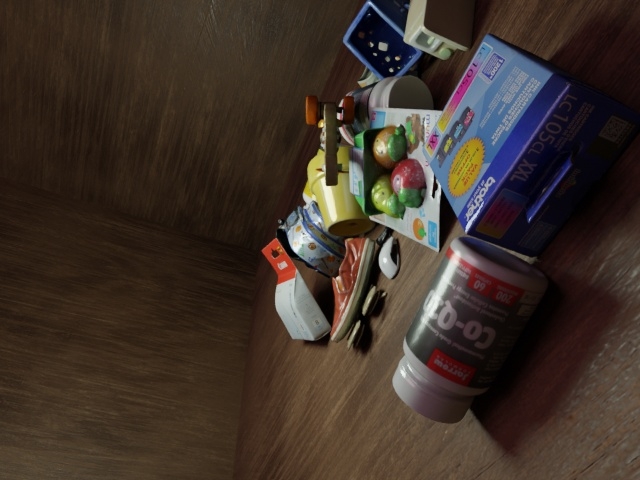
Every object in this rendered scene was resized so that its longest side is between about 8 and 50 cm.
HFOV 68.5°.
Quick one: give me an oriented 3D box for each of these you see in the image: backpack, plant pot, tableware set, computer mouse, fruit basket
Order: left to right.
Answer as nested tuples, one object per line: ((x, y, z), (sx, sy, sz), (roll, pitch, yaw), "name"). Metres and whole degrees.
((0.000, 0.000, 1.732), (0.213, 0.276, 0.263), (-51, 26, 24), "backpack")
((0.091, -0.151, 1.583), (0.254, 0.254, 0.239), (134, 134, -61), "plant pot")
((0.131, 0.226, 1.353), (0.128, 0.039, 0.194), (-52, -15, -87), "tableware set")
((0.191, 0.024, 1.353), (0.193, 0.042, 0.106), (-88, 21, -46), "computer mouse")
((0.196, -0.169, 1.205), (0.353, 0.165, 0.327), (-132, 37, -66), "fruit basket")
((0.251, -0.687, 1.523), (0.212, 0.236, 0.236), (-49, 7, -18), "plant pot")

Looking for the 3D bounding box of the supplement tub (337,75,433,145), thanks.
((0.193, -0.392, 1.449), (0.272, 0.191, 0.191), (9, 81, 60), "supplement tub")

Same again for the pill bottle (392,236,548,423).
((0.238, 0.151, 0.786), (0.161, 0.161, 0.283), (-111, 40, -68), "pill bottle")

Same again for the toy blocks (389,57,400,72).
((0.307, -0.685, 1.714), (0.123, 0.054, 0.148), (167, 119, -73), "toy blocks")

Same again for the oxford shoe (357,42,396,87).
((0.269, -0.776, 1.823), (0.169, 0.130, 0.449), (-104, 35, -68), "oxford shoe")

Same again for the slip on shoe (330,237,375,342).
((0.082, 0.146, 1.433), (0.123, 0.101, 0.331), (41, -117, -73), "slip on shoe")

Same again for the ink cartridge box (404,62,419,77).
((0.267, -0.473, 1.635), (0.223, 0.045, 0.224), (127, 156, -53), "ink cartridge box")

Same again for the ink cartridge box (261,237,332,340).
((-0.130, 0.198, 1.795), (0.091, 0.385, 0.308), (-32, 0, -20), "ink cartridge box")

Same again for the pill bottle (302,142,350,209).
((0.040, -0.229, 1.926), (0.188, 0.188, 0.334), (-111, 40, -68), "pill bottle")

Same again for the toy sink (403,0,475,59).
((0.335, -0.619, 1.337), (0.131, 0.153, 0.234), (138, 145, -64), "toy sink")

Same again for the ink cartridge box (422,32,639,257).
((0.338, -0.163, 0.809), (0.395, 0.151, 0.270), (-97, 28, -55), "ink cartridge box")

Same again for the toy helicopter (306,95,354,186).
((0.027, -0.251, 1.338), (0.355, 0.140, 0.235), (-88, -1, -52), "toy helicopter")
